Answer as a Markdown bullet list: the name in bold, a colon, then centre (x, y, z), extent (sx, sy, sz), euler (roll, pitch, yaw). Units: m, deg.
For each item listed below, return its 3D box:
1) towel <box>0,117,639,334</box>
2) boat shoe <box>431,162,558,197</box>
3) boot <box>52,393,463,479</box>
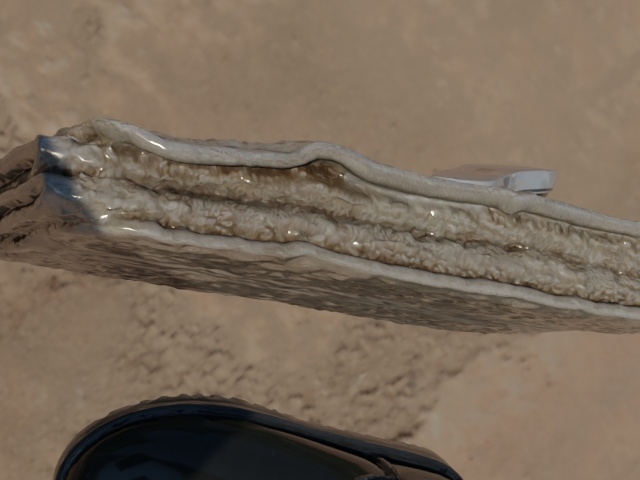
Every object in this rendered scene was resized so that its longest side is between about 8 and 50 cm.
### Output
- **towel**: centre (0.000, 0.000, 0.582), extent (0.282, 0.187, 0.049), euler (11, 83, -25)
- **boat shoe**: centre (0.097, -0.022, 0.805), extent (0.142, 0.049, 0.040), euler (-12, 108, -61)
- **boot**: centre (0.003, 0.253, 1.003), extent (0.367, 0.445, 0.146), euler (4, 102, -14)
